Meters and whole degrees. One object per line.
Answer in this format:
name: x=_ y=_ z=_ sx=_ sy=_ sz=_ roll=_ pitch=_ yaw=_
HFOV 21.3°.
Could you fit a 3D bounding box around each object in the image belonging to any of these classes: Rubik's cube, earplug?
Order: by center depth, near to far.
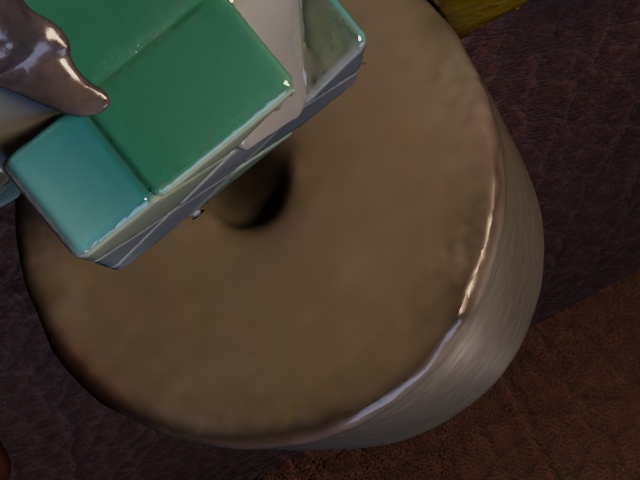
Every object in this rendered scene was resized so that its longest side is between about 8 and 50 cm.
Rubik's cube: x=-0.118 y=-0.112 z=0.874 sx=0.265 sy=0.213 sz=0.224 roll=-39 pitch=179 yaw=-4
earplug: x=0.000 y=0.000 z=1.200 sx=0.312 sy=0.313 sz=0.394 roll=-31 pitch=165 yaw=7

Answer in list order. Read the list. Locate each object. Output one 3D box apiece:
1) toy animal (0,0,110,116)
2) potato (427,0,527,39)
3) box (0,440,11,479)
toy animal: x=-0.224 y=-0.173 z=0.644 sx=0.205 sy=0.081 sz=0.367 roll=-7 pitch=137 yaw=7
potato: x=0.107 y=-0.214 z=1.039 sx=0.176 sy=0.141 sz=0.298 roll=-21 pitch=162 yaw=-16
box: x=-0.324 y=0.082 z=0.953 sx=0.239 sy=0.229 sz=0.339 roll=-29 pitch=175 yaw=-11
